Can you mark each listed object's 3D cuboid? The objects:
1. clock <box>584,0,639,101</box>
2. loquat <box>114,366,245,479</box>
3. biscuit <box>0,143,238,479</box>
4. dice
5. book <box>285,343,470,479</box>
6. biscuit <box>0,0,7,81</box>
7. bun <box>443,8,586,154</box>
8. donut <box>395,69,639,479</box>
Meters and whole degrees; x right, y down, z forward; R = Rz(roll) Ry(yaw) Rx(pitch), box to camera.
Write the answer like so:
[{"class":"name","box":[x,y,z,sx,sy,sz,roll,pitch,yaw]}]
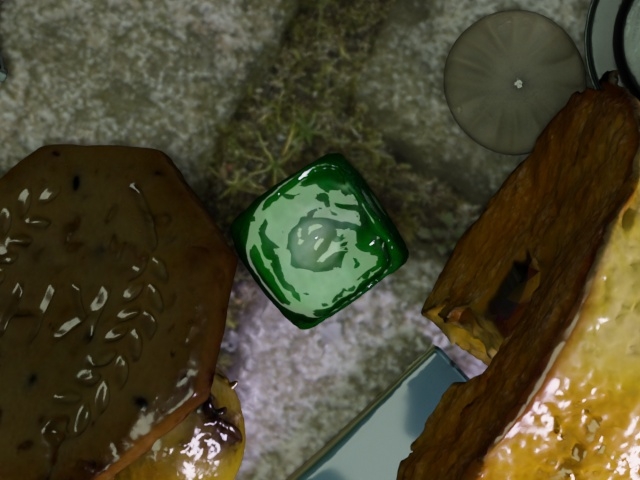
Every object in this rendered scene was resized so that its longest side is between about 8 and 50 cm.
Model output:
[{"class":"clock","box":[0.359,-0.188,1.594,0.226,0.049,0.226,0,97,4]},{"class":"loquat","box":[-0.164,0.186,1.627,0.204,0.149,0.172,-16,95,23]},{"class":"biscuit","box":[-0.240,0.068,1.590,0.359,0.046,0.359,-9,69,23]},{"class":"dice","box":[0.000,0.000,1.607,0.128,0.120,0.131,-36,89,9]},{"class":"book","box":[0.145,0.324,1.670,0.264,0.031,0.379,-42,91,7]},{"class":"biscuit","box":[-0.351,-0.321,1.626,0.186,0.079,0.309,14,96,1]},{"class":"bun","box":[0.183,-0.146,1.591,0.138,0.094,0.138,1,99,4]},{"class":"donut","box":[0.218,0.075,1.438,0.163,0.435,0.378,28,130,-9]}]
